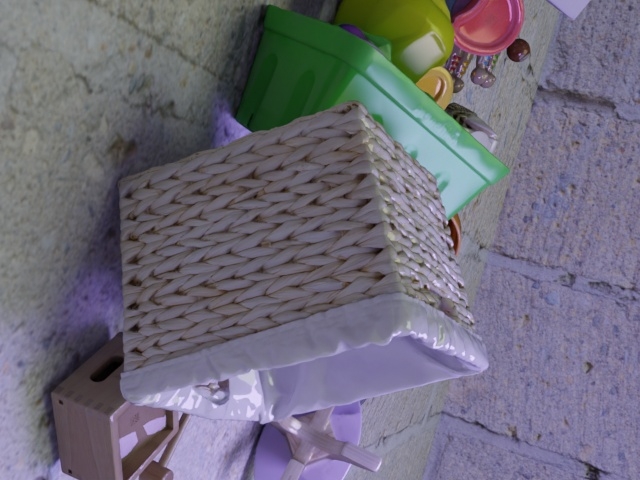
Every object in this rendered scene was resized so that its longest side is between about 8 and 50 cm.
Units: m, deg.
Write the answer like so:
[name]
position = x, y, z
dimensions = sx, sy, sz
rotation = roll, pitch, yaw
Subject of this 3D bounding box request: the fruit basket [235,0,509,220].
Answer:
[fruit basket]
position = 0.102, -0.235, 1.258
dimensions = 0.392, 0.283, 0.392
rotation = -16, 121, -28

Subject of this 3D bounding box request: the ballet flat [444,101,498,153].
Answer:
[ballet flat]
position = 0.310, -0.234, 2.044
dimensions = 0.483, 0.182, 0.164
rotation = -13, 116, -68

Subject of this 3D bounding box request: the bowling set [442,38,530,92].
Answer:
[bowling set]
position = 0.369, -0.409, 2.058
dimensions = 0.287, 0.200, 0.154
rotation = -7, 114, -64

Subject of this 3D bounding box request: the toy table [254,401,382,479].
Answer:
[toy table]
position = -0.017, 0.356, 1.585
dimensions = 0.161, 0.252, 0.274
rotation = 98, 8, -70

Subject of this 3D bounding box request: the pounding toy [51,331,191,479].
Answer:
[pounding toy]
position = -0.230, 0.220, 1.082
dimensions = 0.181, 0.094, 0.206
rotation = -46, 147, -51

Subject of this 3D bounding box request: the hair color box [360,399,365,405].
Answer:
[hair color box]
position = 0.061, 0.177, 1.818
dimensions = 0.174, 0.105, 0.347
rotation = -31, 133, -63

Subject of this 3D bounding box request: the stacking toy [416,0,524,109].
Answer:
[stacking toy]
position = 0.196, -0.407, 1.632
dimensions = 0.309, 0.130, 0.279
rotation = -41, 130, 6

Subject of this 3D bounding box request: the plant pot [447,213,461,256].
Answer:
[plant pot]
position = 0.203, -0.047, 1.920
dimensions = 0.188, 0.205, 0.205
rotation = -72, 168, -58

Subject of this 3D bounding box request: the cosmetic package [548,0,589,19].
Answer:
[cosmetic package]
position = 0.343, -0.550, 1.465
dimensions = 0.365, 0.155, 0.197
rotation = 22, 116, -37

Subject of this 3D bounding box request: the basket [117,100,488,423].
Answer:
[basket]
position = -0.016, 0.045, 1.027
dimensions = 0.328, 0.331, 0.266
rotation = 31, 47, -62
